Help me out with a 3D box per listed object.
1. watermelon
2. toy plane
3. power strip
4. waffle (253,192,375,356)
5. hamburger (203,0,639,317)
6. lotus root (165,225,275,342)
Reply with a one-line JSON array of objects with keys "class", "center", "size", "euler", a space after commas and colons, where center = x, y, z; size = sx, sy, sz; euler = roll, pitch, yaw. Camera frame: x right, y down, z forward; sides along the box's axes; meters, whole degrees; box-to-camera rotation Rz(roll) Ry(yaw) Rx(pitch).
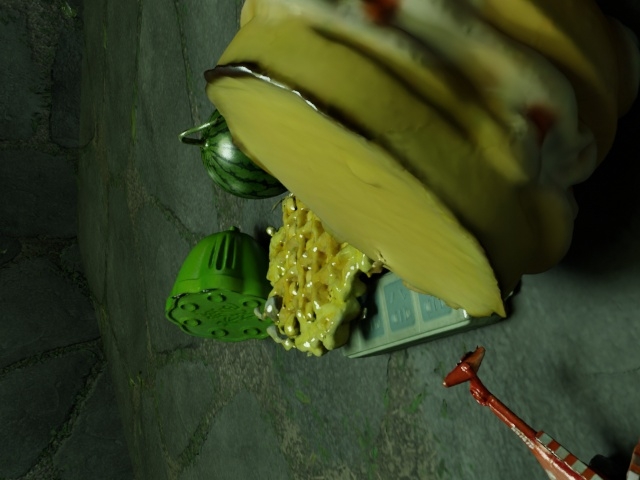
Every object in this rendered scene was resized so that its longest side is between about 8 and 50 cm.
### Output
[{"class": "watermelon", "center": [-0.103, -0.126, 0.893], "size": [0.140, 0.187, 0.141], "euler": [-13, 75, 57]}, {"class": "toy plane", "center": [0.170, 0.171, 0.491], "size": [0.194, 0.126, 0.077], "euler": [22, 154, 21]}, {"class": "power strip", "center": [0.092, 0.068, 0.695], "size": [0.272, 0.052, 0.078], "euler": [-34, 61, 60]}, {"class": "waffle", "center": [0.003, 0.001, 0.792], "size": [0.262, 0.060, 0.280], "euler": [-69, 23, 10]}, {"class": "hamburger", "center": [0.084, -0.106, 0.486], "size": [0.237, 0.276, 0.276], "euler": [-52, 27, -12]}, {"class": "lotus root", "center": [-0.142, 0.048, 1.053], "size": [0.186, 0.186, 0.186], "euler": [18, 111, 61]}]
